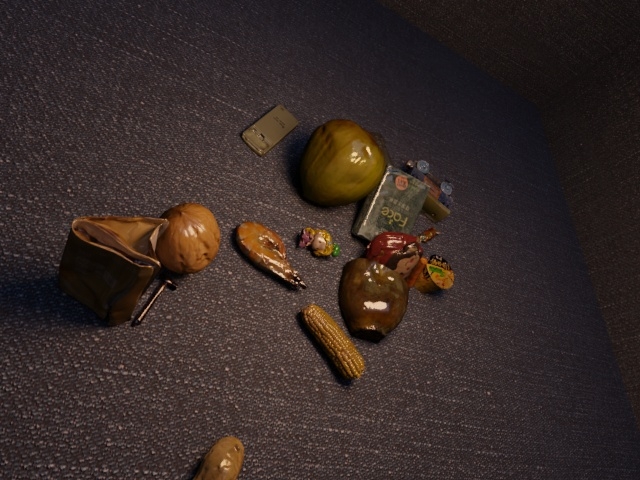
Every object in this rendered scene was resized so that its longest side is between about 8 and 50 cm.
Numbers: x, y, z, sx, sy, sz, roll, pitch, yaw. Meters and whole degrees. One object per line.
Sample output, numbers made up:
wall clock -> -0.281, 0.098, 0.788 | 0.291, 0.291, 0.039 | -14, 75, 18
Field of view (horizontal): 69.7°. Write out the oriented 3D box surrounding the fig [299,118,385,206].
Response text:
fig -> 0.076, -0.282, 1.770 | 0.343, 0.343, 0.344 | 18, 55, -27

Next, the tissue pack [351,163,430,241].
tissue pack -> 0.287, -0.125, 1.876 | 0.227, 0.103, 0.316 | 24, 88, -20

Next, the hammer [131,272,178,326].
hammer -> -0.472, 0.173, 1.301 | 0.065, 0.021, 0.178 | 37, 49, -14

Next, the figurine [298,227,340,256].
figurine -> 0.000, 0.000, 1.703 | 0.156, 0.095, 0.115 | 16, 33, -7

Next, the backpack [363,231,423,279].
backpack -> 0.274, 0.056, 1.783 | 0.229, 0.229, 0.139 | 20, 34, -26

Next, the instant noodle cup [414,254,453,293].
instant noodle cup -> 0.466, 0.151, 1.929 | 0.151, 0.122, 0.152 | 16, 57, -26

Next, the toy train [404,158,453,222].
toy train -> 0.500, -0.239, 2.185 | 0.299, 0.131, 0.202 | 37, 56, -12

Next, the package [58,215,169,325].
package -> -0.505, 0.084, 1.129 | 0.221, 0.311, 0.165 | -2, 63, -38

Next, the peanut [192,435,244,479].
peanut -> -0.275, 0.606, 1.132 | 0.101, 0.117, 0.263 | 30, 50, 7

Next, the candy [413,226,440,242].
candy -> 0.494, -0.027, 2.104 | 0.182, 0.046, 0.053 | -21, 76, -40

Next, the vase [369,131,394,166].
vase -> 0.258, -0.341, 2.063 | 0.251, 0.156, 0.301 | 41, 34, -47

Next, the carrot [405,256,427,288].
carrot -> 0.376, 0.131, 1.850 | 0.055, 0.162, 0.055 | 14, 41, -12

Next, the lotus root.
lotus root -> 0.195, 0.225, 1.675 | 0.267, 0.149, 0.260 | 31, 49, -14

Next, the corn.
corn -> 0.038, 0.334, 1.530 | 0.292, 0.101, 0.101 | 49, 47, 3

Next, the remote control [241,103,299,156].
remote control -> -0.201, -0.444, 1.853 | 0.123, 0.038, 0.285 | 42, 50, -7

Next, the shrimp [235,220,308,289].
shrimp -> -0.156, 0.049, 1.578 | 0.317, 0.062, 0.164 | 41, 45, -6

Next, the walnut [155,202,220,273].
walnut -> -0.388, -0.008, 1.334 | 0.195, 0.222, 0.195 | 3, 54, -5
